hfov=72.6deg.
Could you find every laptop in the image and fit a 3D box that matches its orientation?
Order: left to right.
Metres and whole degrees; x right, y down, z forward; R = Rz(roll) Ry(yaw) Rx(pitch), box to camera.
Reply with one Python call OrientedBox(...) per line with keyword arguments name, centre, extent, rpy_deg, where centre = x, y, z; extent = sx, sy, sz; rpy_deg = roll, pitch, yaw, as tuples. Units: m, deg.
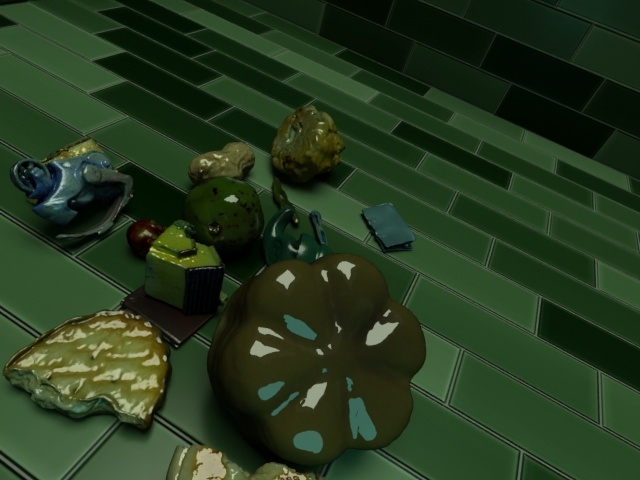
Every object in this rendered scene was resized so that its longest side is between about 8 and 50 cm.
OrientedBox(name="laptop", centre=(-0.413, 0.186, 1.190), extent=(0.207, 0.026, 0.154), rpy_deg=(32, 41, 12))

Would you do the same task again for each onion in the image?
OrientedBox(name="onion", centre=(-0.517, -0.012, 1.294), extent=(0.118, 0.119, 0.117), rpy_deg=(-11, 27, -30))

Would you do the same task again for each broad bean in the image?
OrientedBox(name="broad bean", centre=(-0.144, -0.157, 1.641), extent=(0.060, 0.043, 0.297), rpy_deg=(2, 42, -32))

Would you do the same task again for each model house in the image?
OrientedBox(name="model house", centre=(-0.335, 0.078, 1.173), extent=(0.211, 0.194, 0.170), rpy_deg=(25, 37, 5))

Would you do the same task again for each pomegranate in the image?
OrientedBox(name="pomegranate", centre=(-0.299, -0.086, 1.372), extent=(0.254, 0.254, 0.270), rpy_deg=(13, 33, -7))

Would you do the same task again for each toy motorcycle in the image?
OrientedBox(name="toy motorcycle", centre=(-0.695, -0.140, 1.268), extent=(0.241, 0.182, 0.319), rpy_deg=(50, 31, 2))

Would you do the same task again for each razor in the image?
OrientedBox(name="razor", centre=(0.003, -0.009, 1.531), extent=(0.093, 0.056, 0.324), rpy_deg=(4, 43, -15))

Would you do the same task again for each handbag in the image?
OrientedBox(name="handbag", centre=(0.257, -0.051, 1.673), extent=(0.144, 0.057, 0.221), rpy_deg=(-7, 48, -21))

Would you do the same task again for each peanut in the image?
OrientedBox(name="peanut", centre=(-0.350, -0.264, 1.612), extent=(0.159, 0.143, 0.291), rpy_deg=(59, 39, -8))

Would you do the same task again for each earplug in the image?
OrientedBox(name="earplug", centre=(-0.066, 0.036, 1.391), extent=(0.280, 0.164, 0.257), rpy_deg=(23, 28, 2))

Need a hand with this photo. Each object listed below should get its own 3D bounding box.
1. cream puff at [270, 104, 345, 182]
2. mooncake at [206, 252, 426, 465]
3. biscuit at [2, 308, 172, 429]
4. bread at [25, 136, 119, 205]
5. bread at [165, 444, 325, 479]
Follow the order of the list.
OrientedBox(name="cream puff", centre=(-0.030, -0.370, 1.777), extent=(0.257, 0.291, 0.324), rpy_deg=(23, 15, -43))
OrientedBox(name="mooncake", centre=(-0.006, 0.258, 0.984), extent=(0.467, 0.262, 0.467), rpy_deg=(6, 76, -24))
OrientedBox(name="biscuit", centre=(-0.498, 0.308, 0.994), extent=(0.329, 0.078, 0.335), rpy_deg=(-21, 56, -40))
OrientedBox(name="bread", centre=(-0.810, -0.211, 1.406), extent=(0.142, 0.178, 0.266), rpy_deg=(-1, 32, 26))
OrientedBox(name="bread", centre=(-0.145, 0.520, 0.825), extent=(0.314, 0.171, 0.192), rpy_deg=(12, 45, -7))
